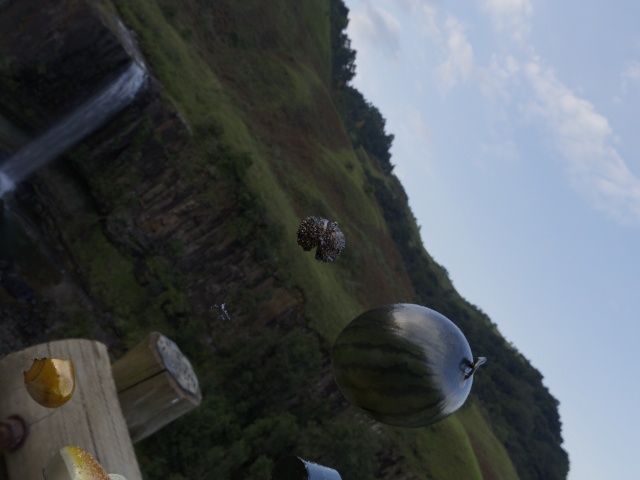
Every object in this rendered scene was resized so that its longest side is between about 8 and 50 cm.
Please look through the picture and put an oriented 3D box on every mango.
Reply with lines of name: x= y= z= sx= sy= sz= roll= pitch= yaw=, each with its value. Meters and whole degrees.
mango: x=-0.840 y=0.441 z=1.431 sx=0.252 sy=0.153 sz=0.126 roll=5 pitch=-9 yaw=45

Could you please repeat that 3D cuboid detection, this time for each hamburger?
hamburger: x=-0.701 y=0.733 z=1.346 sx=0.295 sy=0.152 sz=0.226 roll=27 pitch=-44 yaw=46

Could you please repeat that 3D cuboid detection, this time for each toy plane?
toy plane: x=-0.332 y=0.234 z=1.522 sx=0.079 sy=0.031 sz=0.083 roll=32 pitch=-46 yaw=8

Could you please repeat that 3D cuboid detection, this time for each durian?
durian: x=0.000 y=0.000 z=1.683 sx=0.196 sy=0.166 sz=0.196 roll=16 pitch=5 yaw=-1

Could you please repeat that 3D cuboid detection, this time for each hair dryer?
hair dryer: x=-0.050 y=0.698 z=1.108 sx=0.116 sy=0.302 sz=0.244 roll=8 pitch=-26 yaw=42

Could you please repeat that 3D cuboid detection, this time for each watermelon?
watermelon: x=0.194 y=0.286 z=1.059 sx=0.360 sy=0.279 sz=0.278 roll=-4 pitch=-54 yaw=46

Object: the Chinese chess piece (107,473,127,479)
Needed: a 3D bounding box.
Chinese chess piece: x=-0.818 y=0.976 z=1.768 sx=0.144 sy=0.058 sz=0.144 roll=16 pitch=17 yaw=-5
